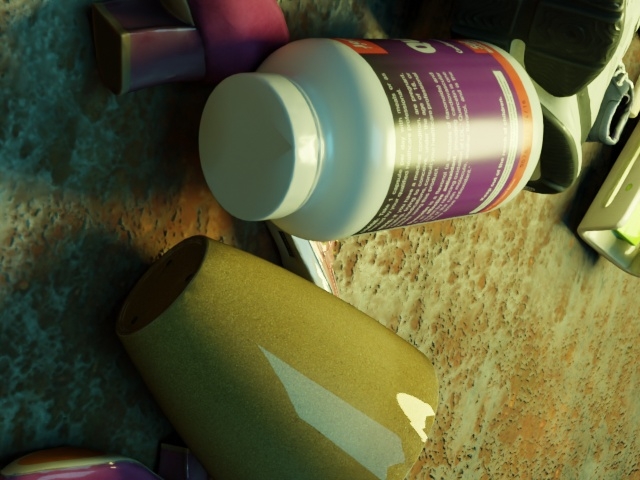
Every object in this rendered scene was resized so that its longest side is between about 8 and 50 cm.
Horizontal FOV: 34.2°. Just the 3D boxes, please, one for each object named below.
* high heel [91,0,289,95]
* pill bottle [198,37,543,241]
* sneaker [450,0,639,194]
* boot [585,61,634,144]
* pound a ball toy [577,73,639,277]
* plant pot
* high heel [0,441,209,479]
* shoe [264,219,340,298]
[{"bbox_3d":[-0.086,-0.284,0.827,0.181,0.127,0.377,-20,149,-29],"label":"high heel"},{"bbox_3d":[0.051,-0.098,0.973,0.323,0.182,0.181,-10,108,-44],"label":"pill bottle"},{"bbox_3d":[0.264,-0.269,1.137,0.447,0.169,0.257,79,34,-61],"label":"sneaker"},{"bbox_3d":[0.373,-0.212,1.343,0.069,0.086,0.190,20,88,-43],"label":"boot"},{"bbox_3d":[0.456,-0.135,1.431,0.208,0.136,0.319,35,76,-15],"label":"pound a ball toy"},{"bbox_3d":[-0.061,0.120,0.980,0.254,0.237,0.237,43,72,-23],"label":"plant pot"},{"bbox_3d":[-0.195,0.252,0.970,0.244,0.082,0.117,11,84,-56],"label":"high heel"},{"bbox_3d":[0.000,0.000,1.083,0.081,0.063,0.178,-35,116,-25],"label":"shoe"}]
